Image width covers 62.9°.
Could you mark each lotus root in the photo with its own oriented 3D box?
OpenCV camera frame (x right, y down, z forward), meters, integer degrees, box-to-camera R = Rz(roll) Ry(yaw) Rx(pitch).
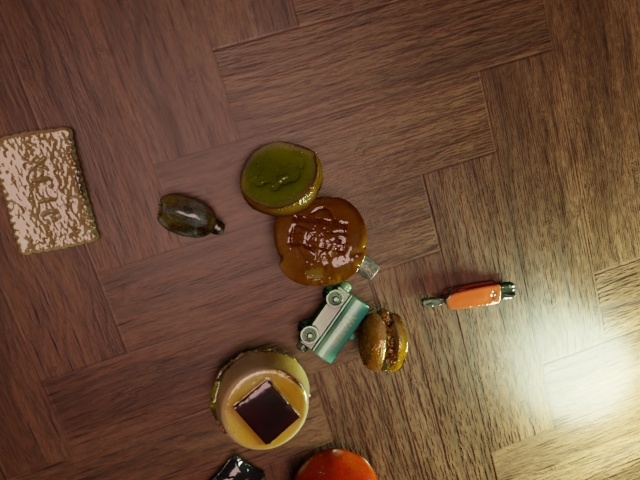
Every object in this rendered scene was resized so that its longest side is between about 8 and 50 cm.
[{"bbox_3d":[-0.360,-0.062,1.465,0.192,0.088,0.113,19,112,-13],"label":"lotus root"}]

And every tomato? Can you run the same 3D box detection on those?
[{"bbox_3d":[0.049,0.809,1.614,0.298,0.226,0.298,-2,100,-13],"label":"tomato"}]

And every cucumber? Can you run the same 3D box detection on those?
[{"bbox_3d":[0.125,0.072,1.586,0.112,0.064,0.064,43,90,-16],"label":"cucumber"}]

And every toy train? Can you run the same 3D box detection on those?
[{"bbox_3d":[0.038,0.248,1.574,0.159,0.101,0.248,37,91,-5],"label":"toy train"}]

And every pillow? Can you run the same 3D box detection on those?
[{"bbox_3d":[-0.291,0.777,1.637,0.141,0.055,0.208,41,92,-22],"label":"pillow"}]

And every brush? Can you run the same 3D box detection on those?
[{"bbox_3d":[0.471,0.175,1.674,0.323,0.051,0.070,-6,107,-12],"label":"brush"}]

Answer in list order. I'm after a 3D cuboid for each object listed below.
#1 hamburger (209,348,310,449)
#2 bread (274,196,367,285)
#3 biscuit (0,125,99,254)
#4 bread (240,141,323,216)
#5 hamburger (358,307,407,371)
[{"bbox_3d":[-0.174,0.463,1.546,0.302,0.170,0.302,-3,100,-14],"label":"hamburger"},{"bbox_3d":[0.000,0.000,1.484,0.270,0.148,0.270,0,89,5],"label":"bread"},{"bbox_3d":[-0.739,-0.133,1.407,0.217,0.044,0.325,-12,102,-9],"label":"biscuit"},{"bbox_3d":[-0.106,-0.172,1.443,0.236,0.070,0.236,-4,67,9],"label":"bread"},{"bbox_3d":[0.182,0.297,1.574,0.118,0.182,0.191,7,95,-19],"label":"hamburger"}]
